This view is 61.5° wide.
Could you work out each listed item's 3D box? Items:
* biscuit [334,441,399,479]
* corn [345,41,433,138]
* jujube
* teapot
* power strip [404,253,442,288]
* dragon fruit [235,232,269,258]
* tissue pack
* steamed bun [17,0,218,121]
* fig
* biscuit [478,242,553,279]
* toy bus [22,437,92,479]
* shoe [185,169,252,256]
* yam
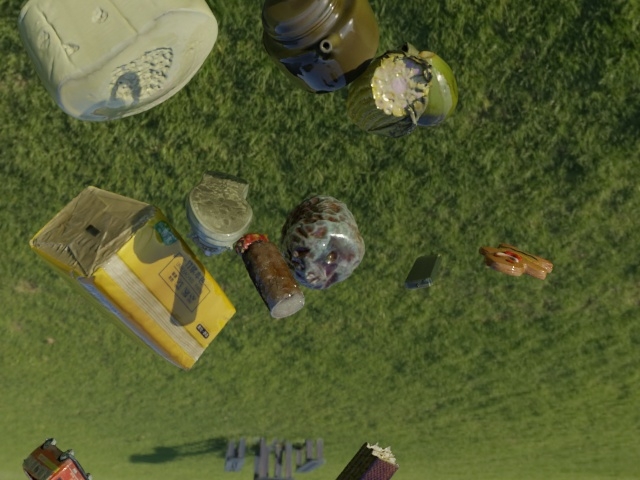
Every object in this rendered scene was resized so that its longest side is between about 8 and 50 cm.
[{"bbox_3d":[0.109,0.678,1.502,0.106,0.070,0.252,34,96,-34],"label":"biscuit"},{"bbox_3d":[0.117,-0.258,0.948,0.122,0.123,0.305,31,-175,-9],"label":"corn"},{"bbox_3d":[0.000,0.000,1.442,0.226,0.317,0.226,-3,111,-8],"label":"jujube"},{"bbox_3d":[-0.019,-0.374,0.888,0.185,0.268,0.175,-32,147,12],"label":"teapot"},{"bbox_3d":[0.280,0.086,1.461,0.076,0.169,0.028,-11,111,29],"label":"power strip"},{"bbox_3d":[-0.253,0.016,2.130,0.125,0.246,0.125,-17,102,13],"label":"dragon fruit"},{"bbox_3d":[-0.419,0.087,1.252,0.293,0.228,0.382,16,147,36],"label":"tissue pack"},{"bbox_3d":[-0.513,-0.538,1.393,0.456,0.371,0.290,-33,164,2],"label":"steamed bun"},{"bbox_3d":[0.327,-0.458,1.660,0.207,0.207,0.230,7,163,-5],"label":"fig"},{"bbox_3d":[0.466,0.045,1.290,0.165,0.036,0.250,26,-162,34],"label":"biscuit"},{"bbox_3d":[-0.504,0.437,1.018,0.174,0.077,0.079,-4,117,45],"label":"toy bus"},{"bbox_3d":[-0.211,-0.028,1.071,0.124,0.316,0.159,17,113,-10],"label":"shoe"},{"bbox_3d":[-0.090,0.070,1.016,0.079,0.141,0.079,-23,150,-14],"label":"yam"}]
